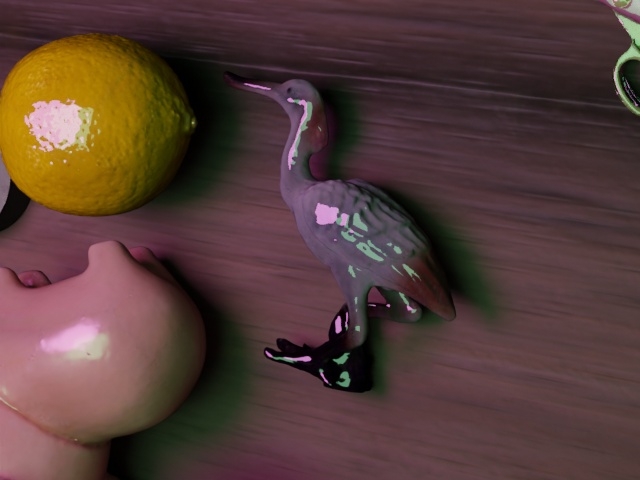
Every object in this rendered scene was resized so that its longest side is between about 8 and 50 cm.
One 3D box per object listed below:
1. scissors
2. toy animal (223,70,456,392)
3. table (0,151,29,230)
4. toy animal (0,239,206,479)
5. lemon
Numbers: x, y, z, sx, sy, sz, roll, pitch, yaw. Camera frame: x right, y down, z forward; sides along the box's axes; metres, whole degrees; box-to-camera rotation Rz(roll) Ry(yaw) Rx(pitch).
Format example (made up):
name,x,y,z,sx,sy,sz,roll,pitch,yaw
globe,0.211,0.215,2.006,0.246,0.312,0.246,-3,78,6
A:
name,x,y,z,sx,sy,sz,roll,pitch,yaw
scissors,0.262,-0.208,1.322,0.187,0.020,0.133,48,109,14
toy animal,0.017,-0.017,1.419,0.195,0.090,0.324,-11,91,27
table,-0.369,-0.071,1.636,0.134,0.043,0.133,2,94,27
toy animal,-0.257,0.152,1.517,0.326,0.237,0.269,-18,74,24
lemon,-0.213,-0.110,1.483,0.203,0.178,0.178,0,94,14
